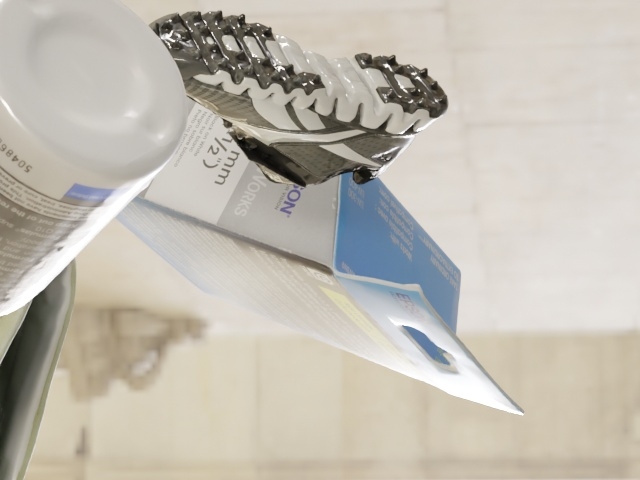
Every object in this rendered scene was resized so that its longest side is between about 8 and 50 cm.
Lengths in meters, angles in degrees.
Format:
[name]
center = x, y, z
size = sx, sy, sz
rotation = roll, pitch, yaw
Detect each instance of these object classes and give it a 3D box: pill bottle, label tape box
[pill bottle]
center = -0.111, -0.021, 0.636
size = 0.137, 0.078, 0.078
rotation = -40, 34, 41
[label tape box]
center = 0.000, 0.000, 1.512
size = 0.115, 0.348, 0.249
rotation = -63, -34, -13

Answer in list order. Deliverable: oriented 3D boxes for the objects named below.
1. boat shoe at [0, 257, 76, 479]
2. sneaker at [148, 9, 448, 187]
[boat shoe]
center = -0.190, 0.131, 0.880
size = 0.109, 0.094, 0.302
rotation = 23, -104, -69
[sneaker]
center = -0.029, -0.083, 1.251
size = 0.106, 0.234, 0.078
rotation = -57, 42, 29
